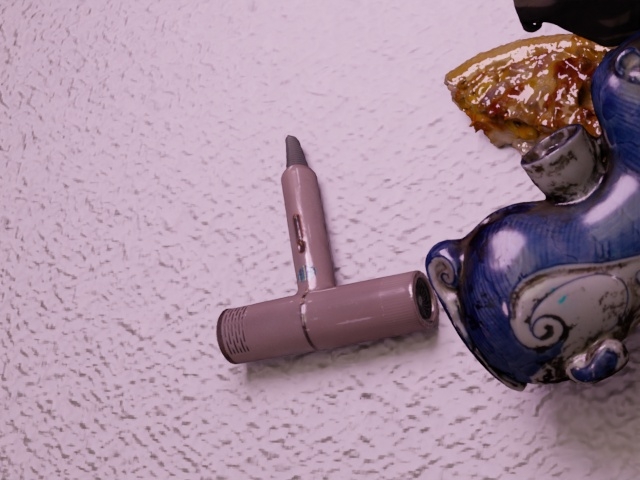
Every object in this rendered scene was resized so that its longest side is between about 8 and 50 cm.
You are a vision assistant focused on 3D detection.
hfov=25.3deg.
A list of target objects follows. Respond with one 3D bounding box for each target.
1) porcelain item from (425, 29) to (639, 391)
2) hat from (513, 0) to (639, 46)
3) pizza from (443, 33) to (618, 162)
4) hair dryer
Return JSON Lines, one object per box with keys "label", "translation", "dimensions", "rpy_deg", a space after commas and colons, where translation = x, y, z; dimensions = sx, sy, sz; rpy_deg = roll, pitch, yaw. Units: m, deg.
{"label": "porcelain item", "translation": [0.210, -0.022, 1.042], "dimensions": [0.288, 0.138, 0.186], "rpy_deg": [-36, 96, 13]}
{"label": "hat", "translation": [0.328, -0.258, 1.004], "dimensions": [0.381, 0.257, 0.366], "rpy_deg": [16, 51, 46]}
{"label": "pizza", "translation": [0.209, -0.120, 1.183], "dimensions": [0.246, 0.058, 0.127], "rpy_deg": [29, 86, 40]}
{"label": "hair dryer", "translation": [0.011, -0.005, 1.269], "dimensions": [0.195, 0.053, 0.220], "rpy_deg": [-11, 56, 27]}
